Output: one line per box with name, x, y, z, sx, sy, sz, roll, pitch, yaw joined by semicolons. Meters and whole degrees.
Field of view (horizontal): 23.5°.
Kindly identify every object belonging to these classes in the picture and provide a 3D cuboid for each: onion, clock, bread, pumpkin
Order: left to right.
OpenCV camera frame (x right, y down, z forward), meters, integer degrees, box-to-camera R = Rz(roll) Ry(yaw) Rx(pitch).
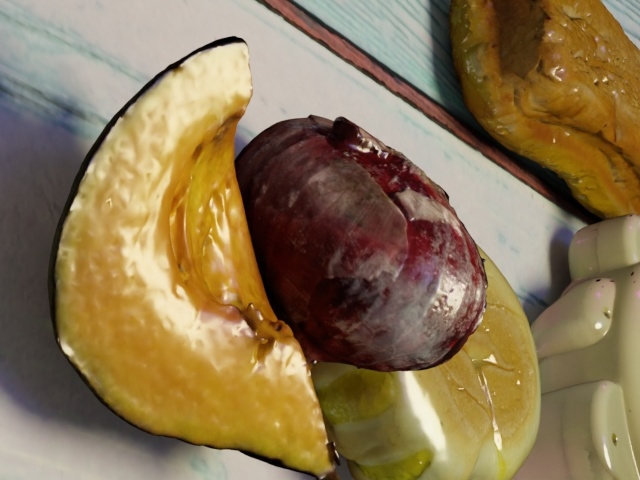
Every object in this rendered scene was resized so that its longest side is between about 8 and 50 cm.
pumpkin;-0.093;0.026;0.829;0.149;0.130;0.254;-22;111;-26
onion;0.000;0.000;0.905;0.151;0.206;0.098;-52;137;-3
bread;0.063;0.080;1.022;0.213;0.104;0.213;26;55;-46
bread;0.237;-0.124;1.379;0.380;0.109;0.185;32;44;-50
clock;0.274;0.154;1.318;0.284;0.114;0.309;51;37;-31
